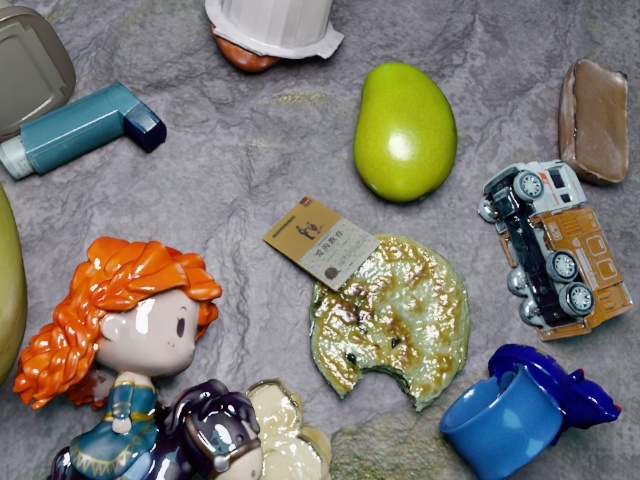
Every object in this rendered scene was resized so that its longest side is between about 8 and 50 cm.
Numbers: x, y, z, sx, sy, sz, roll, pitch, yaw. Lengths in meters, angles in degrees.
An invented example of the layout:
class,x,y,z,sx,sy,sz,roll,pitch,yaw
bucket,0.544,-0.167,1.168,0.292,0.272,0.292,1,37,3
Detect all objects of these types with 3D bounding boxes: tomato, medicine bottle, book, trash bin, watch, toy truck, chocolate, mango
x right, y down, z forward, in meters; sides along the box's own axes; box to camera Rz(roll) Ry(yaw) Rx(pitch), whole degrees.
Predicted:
class,x,y,z,sx,sy,sz,roll,pitch,yaw
tomato,-0.134,-0.367,1.040,0.155,0.069,0.156,12,48,-13
medicine bottle,-0.400,-0.175,0.938,0.258,0.079,0.124,-28,80,-16
book,0.000,0.000,0.945,0.172,0.012,0.118,33,68,29
trash bin,-0.578,-0.317,0.892,0.250,0.220,0.219,41,69,12
watch,0.295,0.269,0.853,0.200,0.196,0.171,-34,71,-24
toy truck,0.417,0.008,0.984,0.162,0.136,0.306,-14,78,-20
chocolate,0.526,-0.227,1.100,0.161,0.083,0.262,20,70,-21
mango,0.156,-0.199,0.999,0.185,0.149,0.273,12,67,-3

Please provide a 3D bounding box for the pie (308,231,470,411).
class,x,y,z,sx,sy,sz,roll,pitch,yaw
pie,0.119,0.129,0.932,0.302,0.067,0.303,2,73,-7

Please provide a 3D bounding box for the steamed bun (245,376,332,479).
class,x,y,z,sx,sy,sz,roll,pitch,yaw
steamed bun,-0.083,0.318,0.822,0.192,0.106,0.177,-37,68,-5

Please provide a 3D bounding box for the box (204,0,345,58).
class,x,y,z,sx,sy,sz,roll,pitch,yaw
box,-0.066,-0.493,0.987,0.262,0.206,0.291,-5,55,-26

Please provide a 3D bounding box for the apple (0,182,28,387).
class,x,y,z,sx,sy,sz,roll,pitch,yaw
apple,-0.589,0.039,0.654,0.472,0.474,0.474,3,72,-8

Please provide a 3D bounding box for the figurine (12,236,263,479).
class,x,y,z,sx,sy,sz,roll,pitch,yaw
figurine,-0.241,0.204,0.749,0.306,0.241,0.412,-32,67,9
